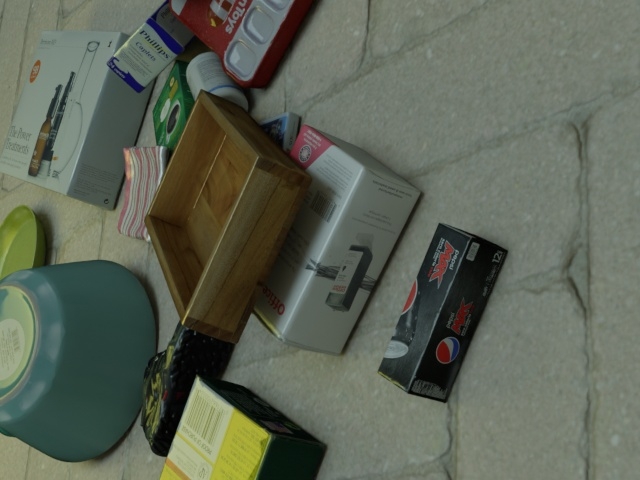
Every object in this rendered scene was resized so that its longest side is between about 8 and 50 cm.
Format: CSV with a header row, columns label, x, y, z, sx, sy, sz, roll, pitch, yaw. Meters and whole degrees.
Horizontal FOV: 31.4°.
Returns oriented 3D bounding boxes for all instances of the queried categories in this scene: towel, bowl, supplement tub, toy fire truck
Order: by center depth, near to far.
label,x,y,z,sx,sy,sz,roll,pitch,yaw
toy fire truck,-0.091,-0.395,1.581,0.254,0.169,0.302,44,114,27
supplement tub,-0.148,-0.213,1.627,0.071,0.071,0.107,-52,39,26
bowl,-0.407,0.162,1.671,0.311,0.163,0.312,-13,68,35
towel,-0.272,-0.072,1.718,0.197,0.029,0.144,-169,85,-68

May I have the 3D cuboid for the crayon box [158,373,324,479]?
label,x,y,z,sx,sy,sz,roll,pitch,yaw
crayon box,-0.128,0.343,1.338,0.202,0.081,0.319,25,95,55

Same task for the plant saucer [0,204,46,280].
label,x,y,z,sx,sy,sz,roll,pitch,yaw
plant saucer,-0.567,0.054,2.113,0.241,0.037,0.241,-26,55,45

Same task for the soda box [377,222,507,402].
label,x,y,z,sx,sy,sz,roll,pitch,yaw
soda box,0.121,0.072,1.141,0.060,0.053,0.169,29,98,55

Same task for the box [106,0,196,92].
label,x,y,z,sx,sy,sz,roll,pitch,yaw
box,-0.244,-0.315,1.758,0.137,0.072,0.126,-34,19,43

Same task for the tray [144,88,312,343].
label,x,y,z,sx,sy,sz,roll,pitch,yaw
tray,-0.126,-0.046,1.396,0.203,0.076,0.411,-65,21,10

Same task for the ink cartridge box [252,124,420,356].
label,x,y,z,sx,sy,sz,roll,pitch,yaw
ink cartridge box,0.000,0.000,1.307,0.218,0.092,0.158,-63,34,11

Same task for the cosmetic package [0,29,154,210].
label,x,y,z,sx,sy,sz,roll,pitch,yaw
cosmetic package,-0.434,-0.223,2.006,0.377,0.097,0.284,15,85,55

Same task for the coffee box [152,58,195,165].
label,x,y,z,sx,sy,sz,roll,pitch,yaw
coffee box,-0.209,-0.169,1.697,0.113,0.040,0.184,-58,32,36

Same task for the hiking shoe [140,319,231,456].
label,x,y,z,sx,sy,sz,roll,pitch,yaw
hiking shoe,-0.192,0.164,1.503,0.114,0.086,0.227,31,102,51

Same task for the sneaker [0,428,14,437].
label,x,y,z,sx,sy,sz,roll,pitch,yaw
sneaker,-0.465,0.197,1.857,0.110,0.107,0.275,24,95,46

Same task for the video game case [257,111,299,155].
label,x,y,z,sx,sy,sz,roll,pitch,yaw
video game case,-0.105,-0.068,1.545,0.201,0.023,0.183,-11,66,53
